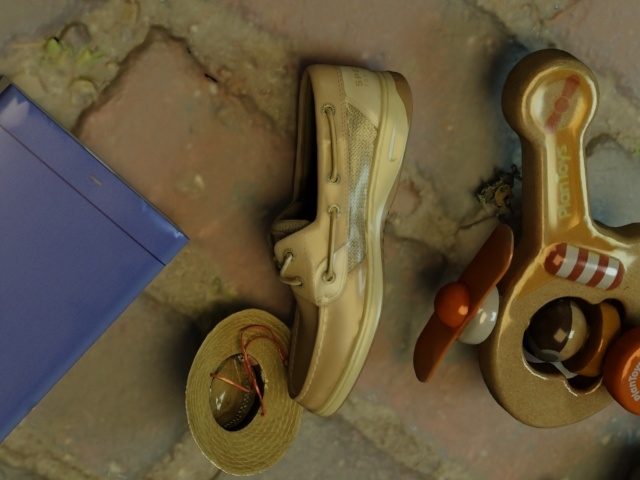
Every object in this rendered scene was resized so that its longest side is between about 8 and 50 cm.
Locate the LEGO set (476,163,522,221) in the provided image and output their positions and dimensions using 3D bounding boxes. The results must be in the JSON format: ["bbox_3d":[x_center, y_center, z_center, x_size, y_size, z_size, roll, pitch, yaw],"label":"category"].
[{"bbox_3d":[0.170,-0.044,1.737,0.083,0.023,0.054,17,107,-42],"label":"LEGO set"}]

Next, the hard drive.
[{"bbox_3d":[-0.287,0.051,1.562,0.319,0.040,0.210,-47,122,1],"label":"hard drive"}]

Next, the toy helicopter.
[{"bbox_3d":[0.194,0.005,1.703,0.235,0.140,0.355,-12,114,-13],"label":"toy helicopter"}]

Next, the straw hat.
[{"bbox_3d":[-0.081,0.131,1.673,0.144,0.061,0.144,2,87,-44],"label":"straw hat"}]

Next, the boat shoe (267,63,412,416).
[{"bbox_3d":[0.000,0.000,1.632,0.098,0.109,0.302,6,103,-20],"label":"boat shoe"}]
